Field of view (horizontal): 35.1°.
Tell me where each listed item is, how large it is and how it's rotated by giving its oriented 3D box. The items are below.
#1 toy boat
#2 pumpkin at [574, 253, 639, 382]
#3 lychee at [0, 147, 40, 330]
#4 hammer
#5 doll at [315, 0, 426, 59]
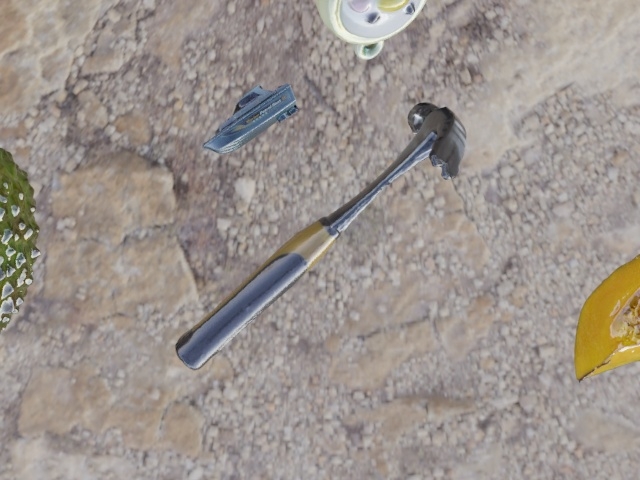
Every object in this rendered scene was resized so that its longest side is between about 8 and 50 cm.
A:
[{"bbox_3d":[-0.097,-0.160,1.342,0.141,0.055,0.060,-35,93,-7],"label":"toy boat"},{"bbox_3d":[0.475,0.088,1.353,0.163,0.111,0.278,13,138,-27],"label":"pumpkin"},{"bbox_3d":[-0.276,0.001,0.725,0.171,0.171,0.171,0,117,0],"label":"lychee"},{"bbox_3d":[0.000,0.000,0.549,0.201,0.078,0.021,-42,111,2],"label":"hammer"},{"bbox_3d":[0.053,-0.263,0.814,0.141,0.117,0.296,-23,138,-19],"label":"doll"}]
